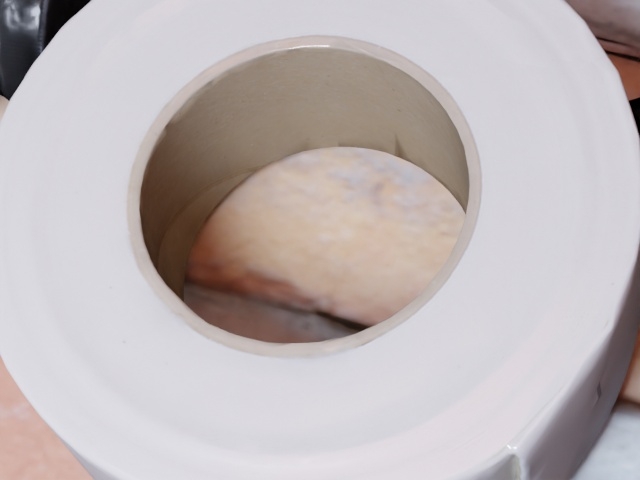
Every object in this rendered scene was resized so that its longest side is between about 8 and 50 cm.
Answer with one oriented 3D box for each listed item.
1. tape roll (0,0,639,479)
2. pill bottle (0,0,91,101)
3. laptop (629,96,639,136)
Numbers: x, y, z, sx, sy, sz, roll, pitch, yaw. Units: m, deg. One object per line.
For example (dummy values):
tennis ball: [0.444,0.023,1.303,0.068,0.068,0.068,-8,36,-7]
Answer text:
tape roll: [0.000,0.000,0.797,0.286,0.100,0.286,-3,64,7]
pill bottle: [-0.218,-0.123,0.874,0.219,0.123,0.123,11,66,10]
laptop: [0.280,0.026,0.809,0.234,0.137,0.264,-17,38,-3]
